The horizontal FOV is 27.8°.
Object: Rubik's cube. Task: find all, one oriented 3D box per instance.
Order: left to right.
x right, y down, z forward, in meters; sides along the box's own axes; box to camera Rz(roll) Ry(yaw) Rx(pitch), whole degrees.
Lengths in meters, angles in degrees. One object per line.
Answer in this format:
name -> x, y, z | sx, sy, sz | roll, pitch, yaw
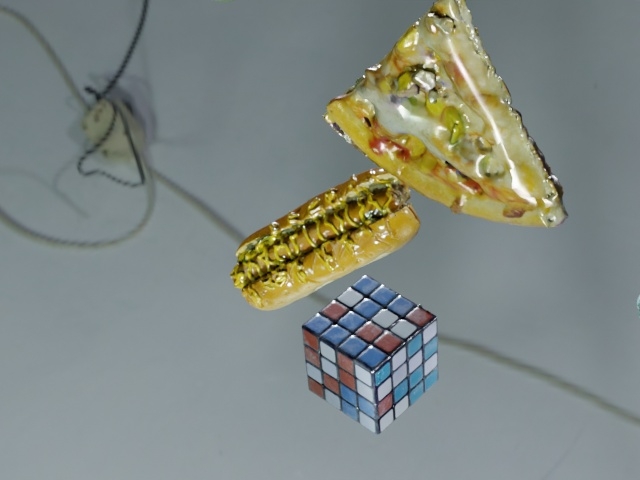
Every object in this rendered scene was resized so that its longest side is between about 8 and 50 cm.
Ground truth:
Rubik's cube -> 0.048, 0.106, 1.216 | 0.092, 0.092, 0.092 | 29, 53, 33

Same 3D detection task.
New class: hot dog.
hot dog -> 0.000, 0.000, 0.995 | 0.165, 0.045, 0.071 | -27, 62, 26

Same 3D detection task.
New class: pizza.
pizza -> 0.086, -0.080, 0.829 | 0.185, 0.176, 0.036 | 34, 60, 15

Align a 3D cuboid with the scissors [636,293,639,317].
scissors -> 0.438, -0.004, 1.407 | 0.125, 0.256, 0.030 | 31, 25, -21
